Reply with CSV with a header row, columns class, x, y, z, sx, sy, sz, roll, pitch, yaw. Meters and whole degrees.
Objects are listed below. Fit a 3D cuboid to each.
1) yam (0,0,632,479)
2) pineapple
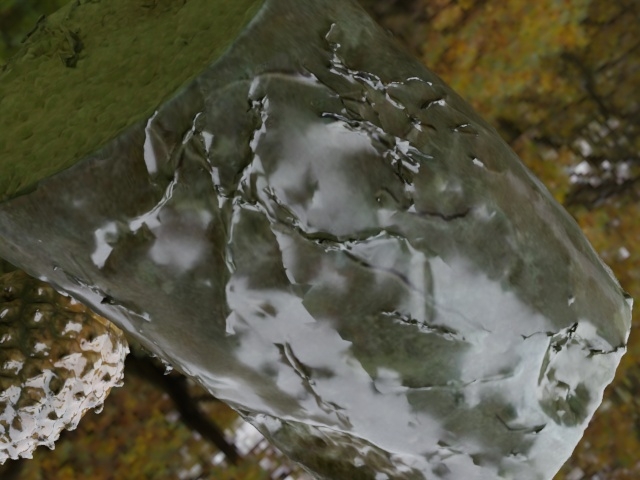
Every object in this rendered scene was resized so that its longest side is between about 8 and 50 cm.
class,x,y,z,sx,sy,sz,roll,pitch,yaw
yam,0.000,0.000,0.500,0.154,0.254,0.154,-45,-164,17
pineapple,-0.227,0.124,0.841,0.125,0.125,0.251,-28,-165,48
